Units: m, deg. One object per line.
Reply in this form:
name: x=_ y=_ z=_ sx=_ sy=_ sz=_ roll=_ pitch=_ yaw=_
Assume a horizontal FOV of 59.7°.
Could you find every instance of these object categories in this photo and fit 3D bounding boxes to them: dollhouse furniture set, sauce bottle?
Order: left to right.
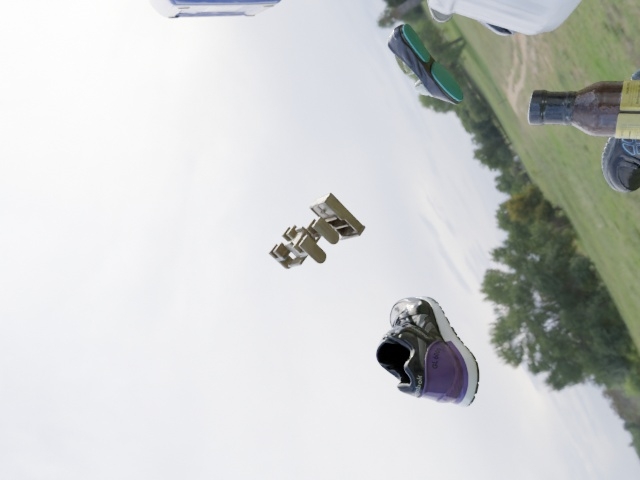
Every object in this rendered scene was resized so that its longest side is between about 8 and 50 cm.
dollhouse furniture set: x=0.000 y=0.000 z=1.719 sx=0.161 sy=0.212 sz=0.242 roll=44 pitch=-117 yaw=-18
sauce bottle: x=0.574 y=-0.246 z=1.040 sx=0.111 sy=0.344 sz=0.111 roll=-32 pitch=-53 yaw=-56

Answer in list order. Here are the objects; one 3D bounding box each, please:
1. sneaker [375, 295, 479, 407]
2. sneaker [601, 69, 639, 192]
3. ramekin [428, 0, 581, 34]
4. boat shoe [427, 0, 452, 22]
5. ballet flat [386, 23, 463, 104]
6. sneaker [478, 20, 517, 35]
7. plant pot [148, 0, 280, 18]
sneaker: x=0.144 y=0.160 z=0.915 sx=0.124 sy=0.107 sz=0.283 roll=8 pitch=-166 yaw=-13
sneaker: x=0.789 y=-0.241 z=1.355 sx=0.139 sy=0.125 sz=0.341 roll=-124 pitch=15 yaw=-47
ramekin: x=0.220 y=-0.324 z=0.520 sx=0.127 sy=0.273 sz=0.273 roll=28 pitch=-158 yaw=4
boat shoe: x=0.277 y=-0.626 z=1.337 sx=0.065 sy=0.075 sz=0.206 roll=-43 pitch=-58 yaw=-73
ballet flat: x=0.208 y=-0.349 z=1.141 sx=0.203 sy=0.074 sz=0.074 roll=44 pitch=-155 yaw=-18
sneaker: x=0.214 y=-0.387 z=0.842 sx=0.223 sy=0.083 sz=0.098 roll=46 pitch=-165 yaw=1
plant pot: x=-0.170 y=-0.472 z=0.880 sx=0.236 sy=0.236 sz=0.212 roll=-147 pitch=51 yaw=-64
